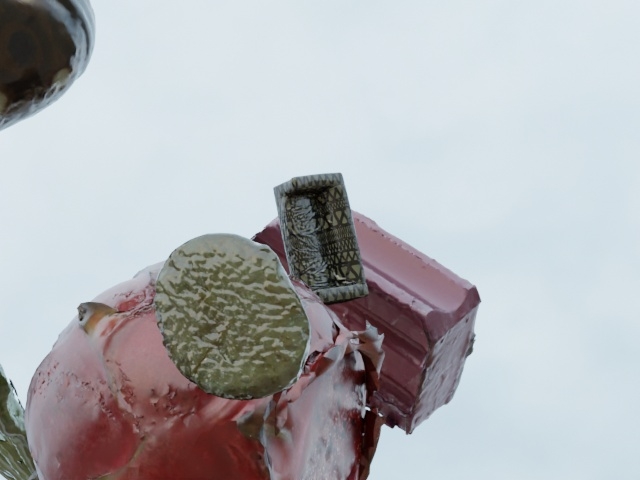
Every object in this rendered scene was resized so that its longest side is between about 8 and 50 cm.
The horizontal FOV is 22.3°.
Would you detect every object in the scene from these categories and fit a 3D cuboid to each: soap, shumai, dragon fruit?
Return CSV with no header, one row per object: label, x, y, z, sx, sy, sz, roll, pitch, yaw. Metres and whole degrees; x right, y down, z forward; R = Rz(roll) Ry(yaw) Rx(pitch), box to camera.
soap,0.025,0.058,1.590,0.099,0.250,0.162,-38,-29,-38
shumai,-0.056,0.060,1.141,0.099,0.123,0.087,-28,-18,3
dragon fruit,-0.095,0.157,1.366,0.302,0.295,0.295,11,-17,46

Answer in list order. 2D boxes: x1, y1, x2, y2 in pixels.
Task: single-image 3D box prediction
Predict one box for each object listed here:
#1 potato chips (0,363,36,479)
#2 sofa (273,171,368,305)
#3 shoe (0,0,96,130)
potato chips,-0.388,0.164,1.719,0.373,0.097,0.389,19,-38,32
sofa,0.000,0.000,1.477,0.060,0.118,0.039,-7,-9,-34
shoe,-0.379,-0.127,1.361,0.384,0.237,0.171,-3,-42,-8
